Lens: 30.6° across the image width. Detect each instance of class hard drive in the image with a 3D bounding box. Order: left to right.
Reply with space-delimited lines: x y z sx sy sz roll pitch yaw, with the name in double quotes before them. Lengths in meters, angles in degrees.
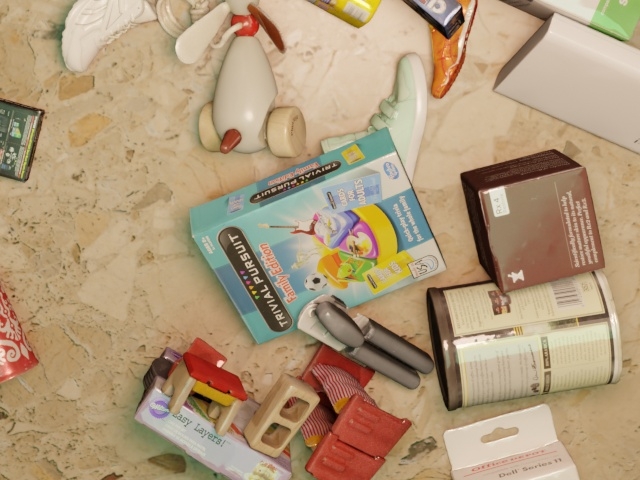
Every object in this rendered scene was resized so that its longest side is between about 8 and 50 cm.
"hard drive" 0.469 -0.219 1.805 0.353 0.233 0.047 22 72 -6

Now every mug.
"mug" -0.561 0.150 1.910 0.150 0.113 0.169 -19 98 1

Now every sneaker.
"sneaker" -0.316 -0.354 1.813 0.115 0.090 0.232 30 101 2
"sneaker" 0.082 -0.179 1.862 0.151 0.094 0.255 7 104 -9
"sneaker" 0.201 -0.313 1.866 0.067 0.064 0.175 15 94 11

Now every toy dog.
"toy dog" -0.134 -0.261 1.781 0.220 0.161 0.333 -20 102 23

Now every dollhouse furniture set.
"dollhouse furniture set" -0.064 0.231 1.839 0.374 0.201 0.152 30 100 -27

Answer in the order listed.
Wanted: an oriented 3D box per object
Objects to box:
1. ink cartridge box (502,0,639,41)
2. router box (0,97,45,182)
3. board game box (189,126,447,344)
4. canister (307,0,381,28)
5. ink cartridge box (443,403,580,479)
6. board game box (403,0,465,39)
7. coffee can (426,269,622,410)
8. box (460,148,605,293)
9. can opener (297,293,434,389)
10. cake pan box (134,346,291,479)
"ink cartridge box" 0.333 -0.409 1.764 0.289 0.211 0.121 22 99 -6
"router box" -0.504 -0.164 1.881 0.092 0.038 0.122 16 101 -4
"board game box" 0.000 0.000 1.848 0.336 0.079 0.253 -23 127 7
"canister" 0.008 -0.398 1.803 0.170 0.126 0.073 27 89 -9
"ink cartridge box" 0.350 0.479 1.996 0.207 0.119 0.353 -16 102 2
"board game box" 0.111 -0.404 1.759 0.243 0.165 0.042 41 98 5
"coffee can" 0.323 0.155 1.887 0.275 0.201 0.201 -9 102 0
"box" 0.330 -0.035 1.847 0.167 0.203 0.168 -13 102 1
"can opener" 0.076 0.172 1.898 0.280 0.093 0.074 31 107 -36
"cake pan box" -0.172 0.288 1.880 0.267 0.246 0.070 34 95 -6
